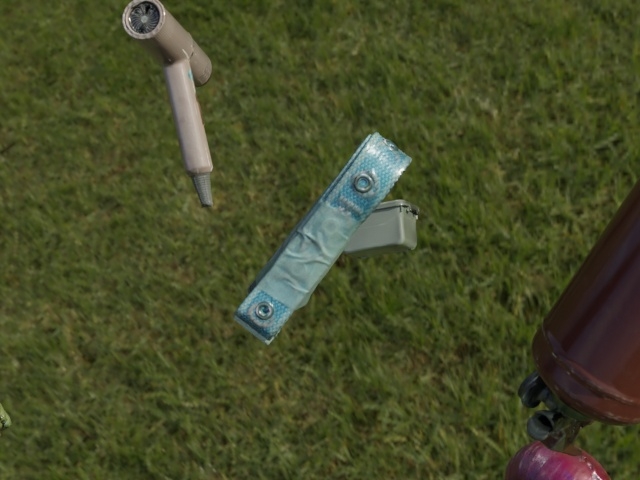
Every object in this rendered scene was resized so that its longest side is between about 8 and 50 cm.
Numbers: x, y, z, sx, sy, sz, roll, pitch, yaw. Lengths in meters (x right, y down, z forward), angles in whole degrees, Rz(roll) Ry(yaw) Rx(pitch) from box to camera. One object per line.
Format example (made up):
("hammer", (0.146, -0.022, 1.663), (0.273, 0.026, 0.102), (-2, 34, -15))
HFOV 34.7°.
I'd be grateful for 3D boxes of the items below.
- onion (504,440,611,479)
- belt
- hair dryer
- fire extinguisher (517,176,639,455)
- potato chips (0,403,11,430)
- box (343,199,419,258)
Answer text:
("onion", (0.345, 0.370, 1.474), (0.153, 0.177, 0.177), (-7, 49, -18))
("belt", (0.000, 0.000, 1.275), (0.072, 0.087, 0.302), (38, 103, -3))
("hair dryer", (-0.170, -0.153, 1.218), (0.053, 0.195, 0.220), (-9, 79, 9))
("fire extinguisher", (0.245, 0.043, 0.745), (0.147, 0.337, 0.106), (-3, 41, -44))
("potato chips", (-0.395, 0.058, 0.768), (0.358, 0.429, 0.070), (33, 64, -8))
("box", (0.117, -0.019, 2.103), (0.172, 0.124, 0.093), (-11, 79, 23))
